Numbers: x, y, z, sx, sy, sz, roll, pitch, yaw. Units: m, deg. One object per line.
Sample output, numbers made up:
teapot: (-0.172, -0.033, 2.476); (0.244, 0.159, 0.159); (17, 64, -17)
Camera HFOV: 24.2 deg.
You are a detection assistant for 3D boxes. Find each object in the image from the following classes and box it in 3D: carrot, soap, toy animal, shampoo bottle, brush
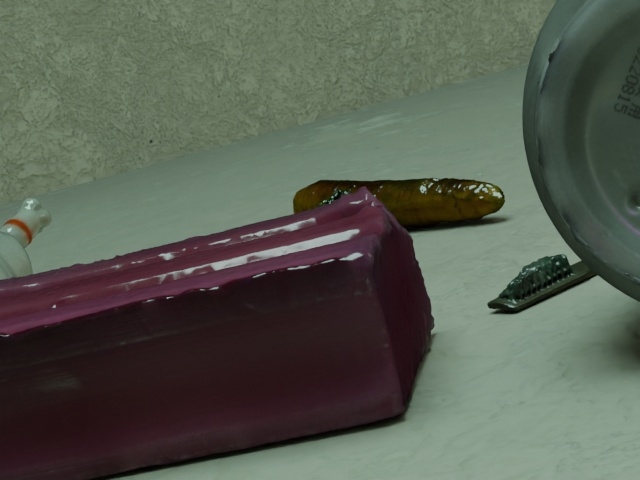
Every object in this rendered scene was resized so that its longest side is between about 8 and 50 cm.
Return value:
carrot: (0.088, -0.039, 1.667); (0.066, 0.066, 0.314); (-23, 16, -41)
soap: (-0.107, 0.071, 1.094); (0.359, 0.128, 0.233); (-13, 11, 13)
toy animal: (-0.391, 0.045, 1.662); (0.138, 0.140, 0.282); (-5, 14, 5)
shampoo bottle: (0.284, -0.088, 0.990); (0.273, 0.273, 0.266); (-9, 6, 29)
brush: (0.212, 0.017, 1.229); (0.190, 0.027, 0.034); (-20, 13, -34)

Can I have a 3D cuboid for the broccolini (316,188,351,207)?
broccolini: (0.009, 0.018, 1.516); (0.091, 0.068, 0.202); (-24, 21, 21)
